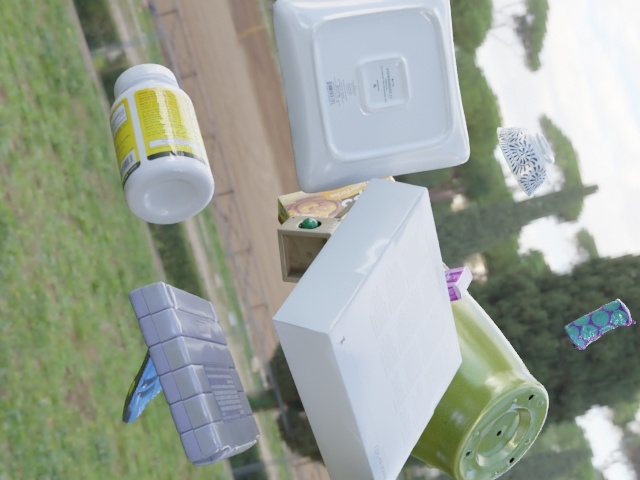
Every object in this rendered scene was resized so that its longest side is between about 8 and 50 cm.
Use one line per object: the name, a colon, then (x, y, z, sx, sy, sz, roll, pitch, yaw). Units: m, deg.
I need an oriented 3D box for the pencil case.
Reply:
pencil case: (0.650, 0.198, 2.571, 0.070, 0.152, 0.064, 64, 9, 27)

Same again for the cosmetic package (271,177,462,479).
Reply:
cosmetic package: (0.081, 0.146, 1.562, 0.284, 0.097, 0.377, -56, 145, -36)

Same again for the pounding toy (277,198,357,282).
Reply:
pounding toy: (0.000, 0.000, 2.076, 0.100, 0.130, 0.141, -47, 136, -57)

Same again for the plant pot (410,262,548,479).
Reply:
plant pot: (0.232, 0.275, 2.112, 0.353, 0.366, 0.366, 41, -20, 40)

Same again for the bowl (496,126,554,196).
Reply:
bowl: (0.459, -0.188, 2.407, 0.170, 0.080, 0.170, 50, 24, -32)

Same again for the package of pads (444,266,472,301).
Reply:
package of pads: (0.228, 0.076, 1.901, 0.032, 0.050, 0.083, 67, 28, -16)

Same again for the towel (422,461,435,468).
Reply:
towel: (0.288, 0.425, 2.308, 0.027, 0.148, 0.110, 34, 56, -85)

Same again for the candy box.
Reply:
candy box: (0.066, -0.067, 2.851, 0.183, 0.316, 0.087, -121, -156, -46)

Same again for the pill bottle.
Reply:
pill bottle: (-0.347, -0.214, 2.347, 0.188, 0.188, 0.334, 70, 1, -54)

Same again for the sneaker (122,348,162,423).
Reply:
sneaker: (-0.319, 0.270, 2.156, 0.209, 0.082, 0.069, -64, -162, -2)

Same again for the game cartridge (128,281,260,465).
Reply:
game cartridge: (-0.162, 0.183, 1.483, 0.355, 0.068, 0.230, 59, 13, -81)

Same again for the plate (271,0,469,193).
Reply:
plate: (0.083, -0.223, 1.575, 0.045, 0.278, 0.277, -162, -118, -69)
